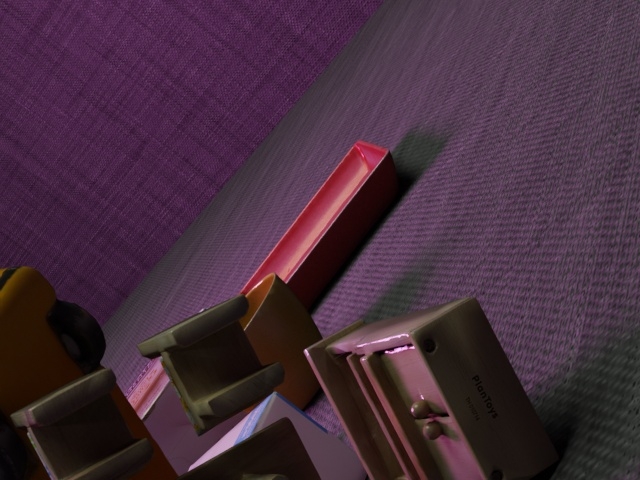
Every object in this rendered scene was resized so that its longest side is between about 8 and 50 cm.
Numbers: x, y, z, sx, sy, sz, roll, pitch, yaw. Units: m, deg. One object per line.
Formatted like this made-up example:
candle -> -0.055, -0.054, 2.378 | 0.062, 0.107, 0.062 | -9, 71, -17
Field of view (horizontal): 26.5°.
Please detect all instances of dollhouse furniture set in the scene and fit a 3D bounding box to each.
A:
dollhouse furniture set -> -0.023, 0.136, 0.733 | 0.242, 0.212, 0.161 | -28, 1, -22

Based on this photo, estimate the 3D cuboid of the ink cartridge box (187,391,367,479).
ink cartridge box -> -0.050, 0.195, 0.975 | 0.143, 0.092, 0.090 | -44, 12, 41

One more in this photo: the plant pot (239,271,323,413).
plant pot -> -0.047, 0.112, 1.269 | 0.134, 0.095, 0.134 | -50, 9, 11

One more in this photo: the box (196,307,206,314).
box -> -0.211, 0.211, 1.818 | 0.244, 0.060, 0.100 | -57, 10, -28

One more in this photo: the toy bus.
toy bus -> -0.148, 0.177, 0.811 | 0.130, 0.333, 0.108 | -10, 33, 31

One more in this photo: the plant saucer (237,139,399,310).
plant saucer -> 0.000, 0.000, 1.621 | 0.259, 0.047, 0.258 | -52, 9, 1

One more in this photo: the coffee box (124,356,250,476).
coffee box -> -0.164, 0.201, 1.502 | 0.141, 0.098, 0.246 | -53, 9, -5
